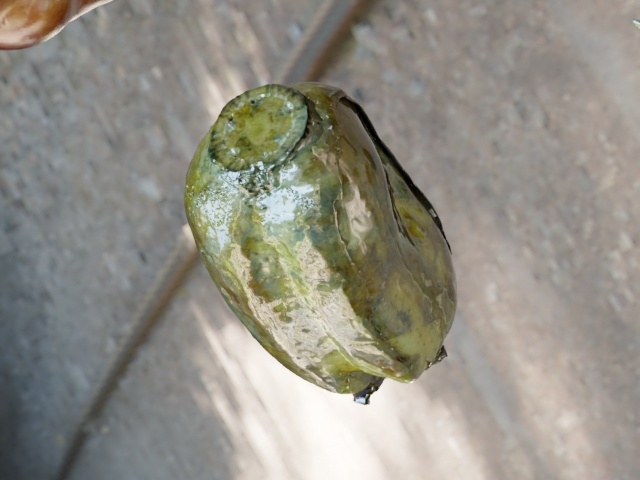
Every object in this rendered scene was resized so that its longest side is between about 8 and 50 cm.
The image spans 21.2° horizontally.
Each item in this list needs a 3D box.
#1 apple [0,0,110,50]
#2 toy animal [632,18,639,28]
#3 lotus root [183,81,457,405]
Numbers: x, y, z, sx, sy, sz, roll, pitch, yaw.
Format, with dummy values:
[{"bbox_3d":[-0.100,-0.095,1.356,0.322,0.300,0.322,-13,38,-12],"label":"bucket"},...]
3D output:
[{"bbox_3d":[-0.238,-0.285,1.099,0.317,0.288,0.288,45,159,22],"label":"apple"},{"bbox_3d":[0.313,-0.154,1.257,0.155,0.219,0.095,26,151,5],"label":"toy animal"},{"bbox_3d":[0.000,0.000,1.238,0.152,0.160,0.275,2,142,27],"label":"lotus root"}]
